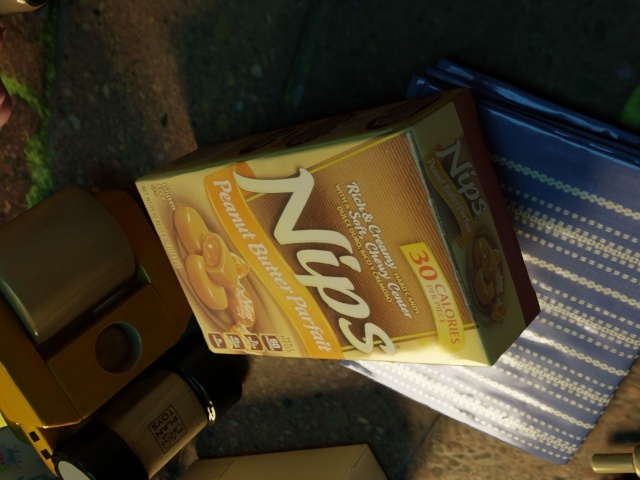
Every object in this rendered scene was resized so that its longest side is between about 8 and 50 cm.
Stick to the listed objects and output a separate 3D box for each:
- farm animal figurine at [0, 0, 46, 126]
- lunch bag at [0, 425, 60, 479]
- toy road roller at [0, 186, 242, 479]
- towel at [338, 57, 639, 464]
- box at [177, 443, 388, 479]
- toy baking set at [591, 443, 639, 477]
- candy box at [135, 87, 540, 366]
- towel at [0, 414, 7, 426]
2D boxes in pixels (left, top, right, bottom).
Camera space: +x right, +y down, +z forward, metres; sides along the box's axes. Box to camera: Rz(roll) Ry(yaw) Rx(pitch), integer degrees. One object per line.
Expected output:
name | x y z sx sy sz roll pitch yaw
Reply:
farm animal figurine | -0.331 -0.216 0.707 0.327 0.172 0.330 36 96 9
lunch bag | -0.316 0.298 1.016 0.219 0.176 0.090 44 145 52
toy road roller | -0.268 0.120 0.902 0.241 0.202 0.329 -3 119 45
towel | 0.153 0.034 0.703 0.243 0.040 0.335 24 132 13
box | -0.057 0.308 0.955 0.275 0.113 0.094 -15 112 38
toy baking set | 0.360 0.246 0.723 0.256 0.030 0.196 -18 113 38
candy box | 0.000 0.000 0.688 0.317 0.088 0.182 -5 114 45
towel | -0.474 0.223 1.193 0.237 0.021 0.102 -16 115 43
